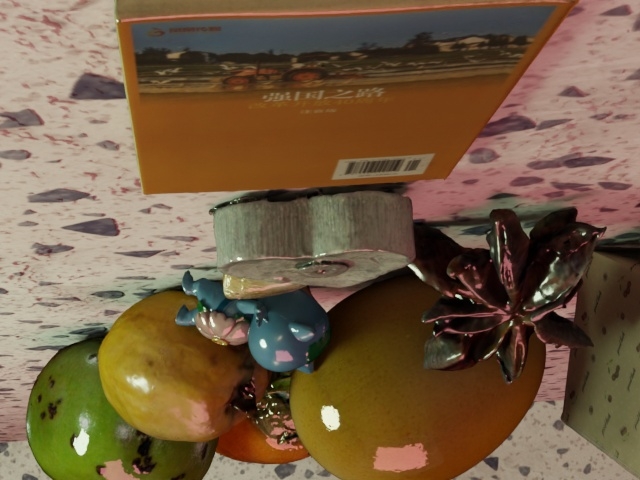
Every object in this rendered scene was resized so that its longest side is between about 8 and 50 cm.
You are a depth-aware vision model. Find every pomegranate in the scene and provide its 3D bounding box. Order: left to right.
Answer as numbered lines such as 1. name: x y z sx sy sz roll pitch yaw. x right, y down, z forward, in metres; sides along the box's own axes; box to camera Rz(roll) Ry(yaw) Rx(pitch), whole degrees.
1. pomegranate: -0.286 0.289 1.792 0.291 0.323 0.290 4 138 4

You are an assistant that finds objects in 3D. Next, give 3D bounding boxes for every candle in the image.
1. candle: 0.000 0.000 1.191 0.192 0.068 0.168 -4 168 15

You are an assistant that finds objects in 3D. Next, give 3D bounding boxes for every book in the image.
1. book: -0.001 -0.094 0.873 0.263 0.028 0.374 -2 167 -7

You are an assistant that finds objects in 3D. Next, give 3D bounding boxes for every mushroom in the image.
1. mushroom: -0.006 0.023 1.340 0.202 0.054 0.059 -11 172 5

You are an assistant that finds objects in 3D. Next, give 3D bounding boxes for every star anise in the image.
1. star anise: 0.196 0.053 1.304 0.212 0.129 0.282 -15 132 3

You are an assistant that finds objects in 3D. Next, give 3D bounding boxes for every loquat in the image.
1. loquat: -0.163 0.151 1.519 0.234 0.176 0.187 18 -143 38

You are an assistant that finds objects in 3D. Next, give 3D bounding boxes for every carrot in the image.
1. carrot: -0.060 0.244 1.916 0.214 0.193 0.331 17 160 -14

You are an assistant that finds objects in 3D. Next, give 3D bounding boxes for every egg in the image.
1. egg: 0.118 0.163 1.511 0.322 0.250 0.250 -28 170 -10

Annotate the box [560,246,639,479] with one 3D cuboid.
1. box: 0.425 0.142 1.373 0.190 0.225 0.297 0 -167 -19

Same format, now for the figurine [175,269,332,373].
1. figurine: -0.068 0.072 1.428 0.178 0.144 0.114 14 133 9
